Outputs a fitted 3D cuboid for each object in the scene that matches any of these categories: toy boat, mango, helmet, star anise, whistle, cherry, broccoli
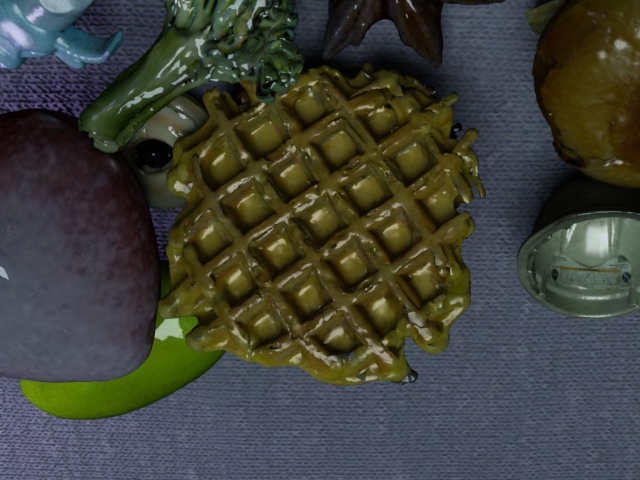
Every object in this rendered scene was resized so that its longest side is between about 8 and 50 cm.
[{"bbox_3d":[0.318,-0.282,1.516,0.172,0.066,0.065,-24,158,16],"label":"toy boat"},{"bbox_3d":[-0.274,0.141,1.790,0.343,0.156,0.192,-30,116,24],"label":"mango"},{"bbox_3d":[0.347,-0.022,1.626,0.204,0.137,0.257,7,149,-1],"label":"helmet"},{"bbox_3d":[0.071,-0.326,1.486,0.315,0.108,0.315,4,126,5],"label":"star anise"},{"bbox_3d":[-0.318,-0.270,1.518,0.186,0.093,0.274,41,148,-19],"label":"whistle"},{"bbox_3d":[-0.355,0.020,1.563,0.326,0.291,0.335,-17,115,-11],"label":"cherry"},{"bbox_3d":[-0.126,-0.194,1.484,0.199,0.177,0.274,26,85,1],"label":"broccoli"}]

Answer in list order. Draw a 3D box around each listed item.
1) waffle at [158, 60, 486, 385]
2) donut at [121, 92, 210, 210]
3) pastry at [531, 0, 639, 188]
[{"bbox_3d":[-0.004,-0.025,1.540,0.382,0.095,0.379,6,87,14],"label":"waffle"},{"bbox_3d":[-0.204,-0.122,1.667,0.175,0.068,0.174,4,124,6],"label":"donut"},{"bbox_3d":[0.402,-0.195,1.462,0.356,0.163,0.356,-3,141,-3],"label":"pastry"}]
